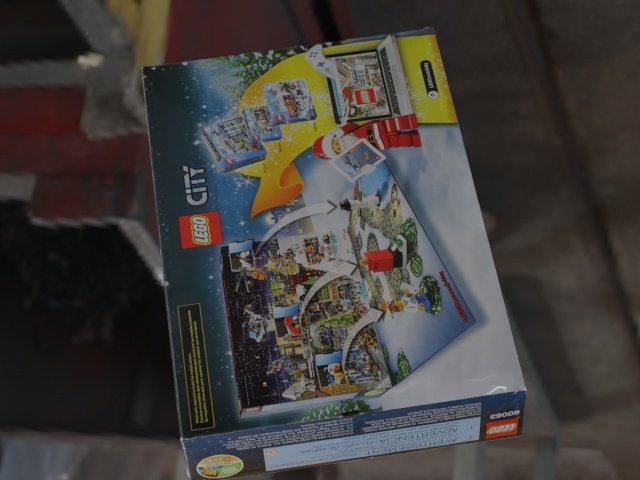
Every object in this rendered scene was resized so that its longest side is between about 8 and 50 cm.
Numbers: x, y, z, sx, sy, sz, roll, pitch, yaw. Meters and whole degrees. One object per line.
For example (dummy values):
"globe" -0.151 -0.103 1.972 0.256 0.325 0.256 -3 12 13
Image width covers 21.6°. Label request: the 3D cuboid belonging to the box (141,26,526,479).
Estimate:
"box" 0.000 0.000 0.836 0.159 0.233 0.044 -8 143 -2
